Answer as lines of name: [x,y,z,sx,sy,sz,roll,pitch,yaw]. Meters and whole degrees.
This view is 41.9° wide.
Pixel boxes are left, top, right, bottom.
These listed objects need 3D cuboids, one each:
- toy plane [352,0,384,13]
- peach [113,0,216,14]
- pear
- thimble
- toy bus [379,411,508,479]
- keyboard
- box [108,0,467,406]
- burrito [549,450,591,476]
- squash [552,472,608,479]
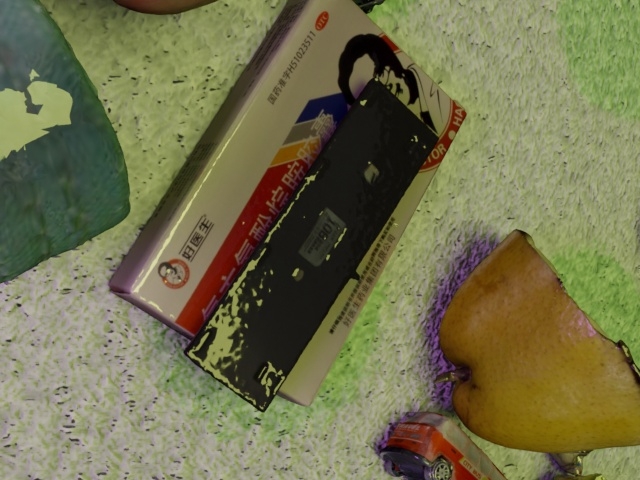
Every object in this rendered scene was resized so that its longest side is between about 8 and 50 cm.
toy plane: [0.051,-0.266,0.852,0.145,0.037,0.060,-22,93,-25]
peach: [-0.119,-0.317,0.617,0.292,0.247,0.292,20,60,-39]
pear: [0.220,0.138,0.903,0.178,0.267,0.267,-35,113,6]
thimble: [-0.248,-0.087,0.583,0.143,0.198,0.235,-31,82,-25]
toy bus: [0.143,0.256,0.913,0.174,0.079,0.077,48,60,-23]
keyboard: [0.000,0.000,0.766,0.106,0.027,0.317,42,71,-23]
box: [-0.017,-0.047,0.805,0.214,0.069,0.353,38,71,-27]
burrito: [0.283,0.229,1.018,0.171,0.042,0.051,44,70,-22]
squash: [0.264,0.385,0.989,0.083,0.083,0.250,39,72,-27]
